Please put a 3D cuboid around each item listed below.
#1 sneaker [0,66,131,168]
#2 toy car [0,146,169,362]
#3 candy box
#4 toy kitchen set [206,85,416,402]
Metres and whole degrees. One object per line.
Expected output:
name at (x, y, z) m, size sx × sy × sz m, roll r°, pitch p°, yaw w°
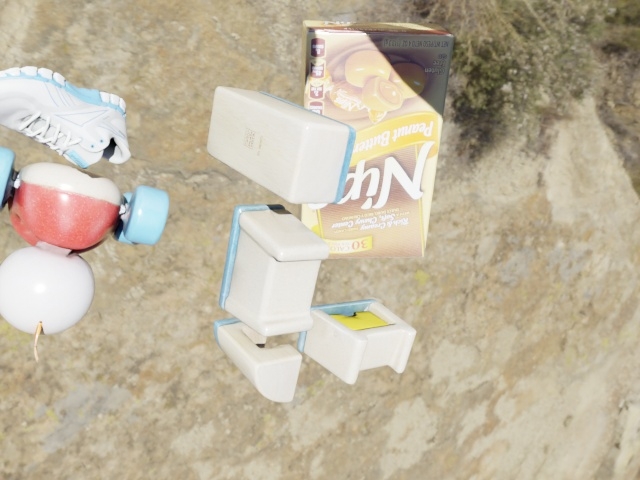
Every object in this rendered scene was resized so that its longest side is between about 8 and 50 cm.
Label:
sneaker at (-0.260, -0.116, 0.614) m, size 0.191 × 0.071 × 0.082 m, roll -3°, pitch 70°, yaw -62°
toy car at (-0.336, 0.029, 0.755) m, size 0.219 × 0.210 × 0.237 m, roll 15°, pitch 83°, yaw -26°
candy box at (0.064, -0.130, 0.829) m, size 0.183 × 0.087 × 0.316 m, roll 0°, pitch 118°, yaw -5°
toy kitchen set at (0.000, 0.000, 0.483) m, size 0.166 × 0.122 × 0.207 m, roll -2°, pitch 114°, yaw -38°
